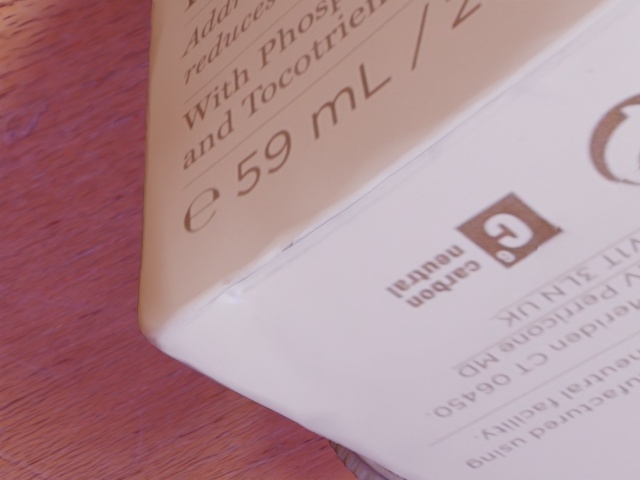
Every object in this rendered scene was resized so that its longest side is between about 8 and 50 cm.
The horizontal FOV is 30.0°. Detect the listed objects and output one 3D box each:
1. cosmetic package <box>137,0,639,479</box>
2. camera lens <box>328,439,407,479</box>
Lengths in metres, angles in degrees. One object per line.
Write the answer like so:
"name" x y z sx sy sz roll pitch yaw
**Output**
"cosmetic package" 0.146 -0.115 0.536 0.327 0.394 0.329 32 125 -33
"camera lens" 0.135 0.086 1.070 0.219 0.219 0.274 -6 140 -33
